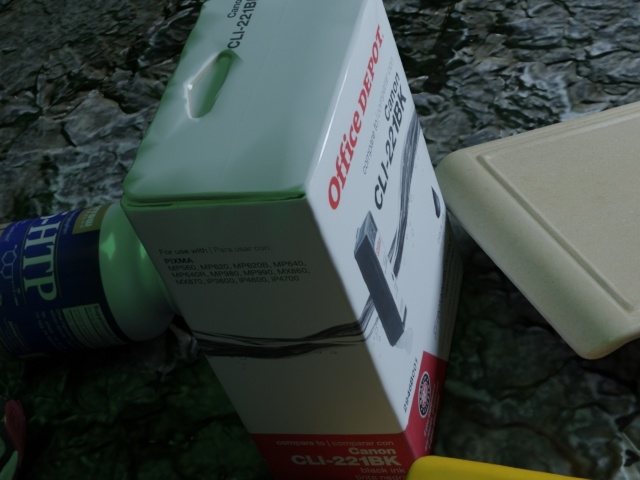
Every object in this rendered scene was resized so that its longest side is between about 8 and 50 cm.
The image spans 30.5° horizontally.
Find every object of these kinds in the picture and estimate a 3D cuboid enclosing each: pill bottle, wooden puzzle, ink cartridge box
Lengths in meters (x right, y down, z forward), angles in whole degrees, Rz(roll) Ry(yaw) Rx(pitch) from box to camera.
[{"bbox_3d":[-0.172,0.028,0.918,0.187,0.112,0.112,-10,44,14],"label":"pill bottle"},{"bbox_3d":[0.230,-0.021,0.818,0.239,0.044,0.221,-20,41,-14],"label":"wooden puzzle"},{"bbox_3d":[0.000,0.000,0.749,0.114,0.272,0.197,-3,46,21],"label":"ink cartridge box"}]

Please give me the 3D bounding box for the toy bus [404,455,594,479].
[{"bbox_3d":[0.139,0.194,0.597,0.333,0.130,0.108,4,49,27],"label":"toy bus"}]

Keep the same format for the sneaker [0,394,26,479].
[{"bbox_3d":[-0.356,0.177,0.848,0.299,0.112,0.120,-18,42,5],"label":"sneaker"}]
